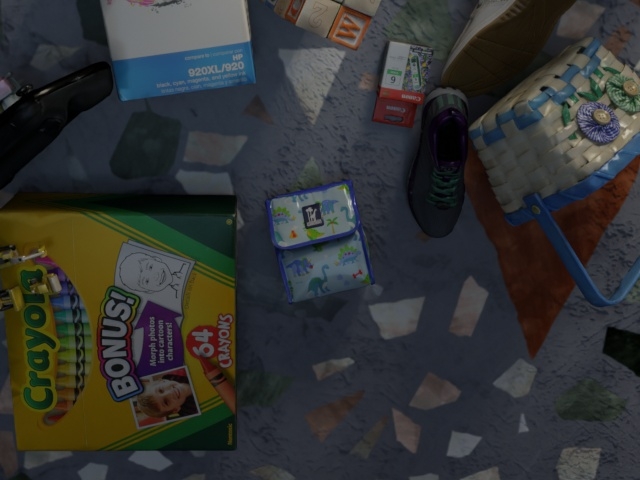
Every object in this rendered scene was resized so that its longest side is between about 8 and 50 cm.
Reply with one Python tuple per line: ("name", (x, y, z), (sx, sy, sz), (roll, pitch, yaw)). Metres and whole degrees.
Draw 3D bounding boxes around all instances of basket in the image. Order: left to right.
("basket", (0.349, -0.090, 1.179), (0.255, 0.201, 0.289), (-44, 103, -31))

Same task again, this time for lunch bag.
("lunch bag", (0.000, 0.000, 1.278), (0.128, 0.096, 0.151), (-13, 96, 3))

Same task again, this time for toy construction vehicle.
("toy construction vehicle", (-0.394, 0.051, 1.184), (0.098, 0.035, 0.086), (-10, 109, 3))

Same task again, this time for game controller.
("game controller", (-0.377, -0.117, 1.106), (0.319, 0.166, 0.067), (-28, 109, 39))

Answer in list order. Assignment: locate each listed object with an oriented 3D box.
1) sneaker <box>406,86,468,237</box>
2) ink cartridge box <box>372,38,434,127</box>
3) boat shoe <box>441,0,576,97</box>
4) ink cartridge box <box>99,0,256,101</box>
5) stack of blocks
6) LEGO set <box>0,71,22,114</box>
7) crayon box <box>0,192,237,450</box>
("sneaker", (0.161, -0.090, 1.239), (0.083, 0.098, 0.224), (0, 119, 3))
("ink cartridge box", (0.111, -0.211, 1.241), (0.062, 0.029, 0.115), (8, 108, -8))
("boat shoe", (0.255, -0.307, 1.190), (0.098, 0.096, 0.277), (21, 127, -33))
("ink cartridge box", (-0.176, -0.309, 1.109), (0.168, 0.171, 0.233), (-8, 110, -2))
("stack of blocks", (0.039, -0.397, 1.087), (0.087, 0.171, 0.297), (17, 107, -27))
("LEGO set", (-0.515, -0.135, 1.167), (0.287, 0.132, 0.107), (-36, 102, -6))
("crayon box", (-0.274, 0.119, 1.285), (0.313, 0.106, 0.363), (0, 109, -4))
